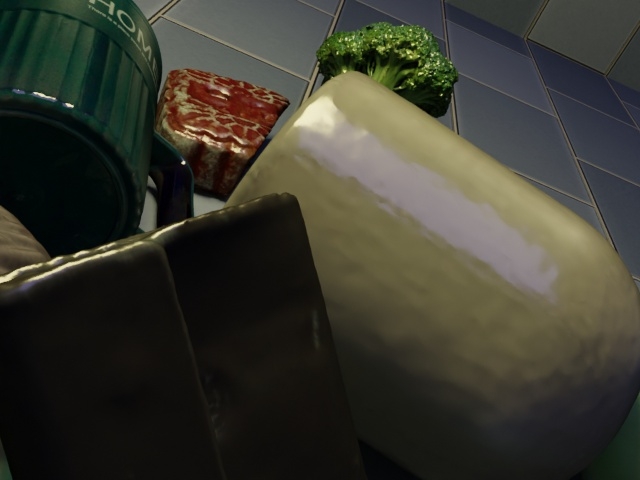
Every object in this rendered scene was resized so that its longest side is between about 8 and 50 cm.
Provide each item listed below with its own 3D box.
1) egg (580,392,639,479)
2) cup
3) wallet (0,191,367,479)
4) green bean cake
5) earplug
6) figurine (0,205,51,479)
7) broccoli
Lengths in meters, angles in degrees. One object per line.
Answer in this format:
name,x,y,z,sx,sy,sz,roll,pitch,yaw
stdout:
egg,0.400,0.230,0.754,0.269,0.220,0.220,16,33,-10
cup,-0.290,-0.104,0.774,0.242,0.308,0.292,-13,40,0
wallet,-0.040,0.188,0.409,0.228,0.062,0.406,-24,101,-53
green bean cake,-0.144,-0.162,1.042,0.198,0.097,0.233,17,33,-16
earplug,0.112,0.062,0.711,0.394,0.313,0.312,34,33,8
figurine,-0.198,0.087,0.414,0.377,0.361,0.266,23,70,-14
broccoli,0.102,-0.269,1.263,0.270,0.270,0.270,25,63,-2
